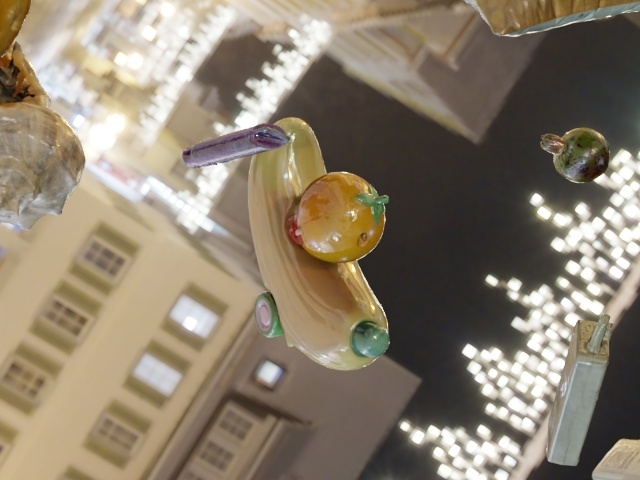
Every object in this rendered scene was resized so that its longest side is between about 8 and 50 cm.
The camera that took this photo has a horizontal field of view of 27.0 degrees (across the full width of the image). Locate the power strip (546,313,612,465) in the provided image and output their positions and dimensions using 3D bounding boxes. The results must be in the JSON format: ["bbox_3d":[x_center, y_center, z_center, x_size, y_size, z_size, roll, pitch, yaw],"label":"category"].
[{"bbox_3d":[0.387,0.211,1.986,0.093,0.053,0.288,-74,172,-50],"label":"power strip"}]

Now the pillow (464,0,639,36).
[{"bbox_3d":[0.230,-0.332,1.456,0.312,0.310,0.119,53,-38,34],"label":"pillow"}]

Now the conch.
[{"bbox_3d":[-0.363,-0.118,1.409,0.159,0.210,0.291,-45,-143,9],"label":"conch"}]

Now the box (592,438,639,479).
[{"bbox_3d":[0.423,0.300,1.490,0.071,0.168,0.259,-48,-178,-10],"label":"box"}]

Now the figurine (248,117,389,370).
[{"bbox_3d":[0.000,0.000,1.618,0.222,0.124,0.324,-34,-114,59],"label":"figurine"}]

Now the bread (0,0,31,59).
[{"bbox_3d":[-0.465,-0.316,1.530,0.312,0.172,0.312,-40,140,-44],"label":"bread"}]

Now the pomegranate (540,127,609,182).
[{"bbox_3d":[0.317,-0.108,1.643,0.073,0.084,0.073,-21,-123,36],"label":"pomegranate"}]

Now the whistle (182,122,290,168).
[{"bbox_3d":[-0.099,-0.106,1.507,0.176,0.033,0.033,-9,-132,51],"label":"whistle"}]

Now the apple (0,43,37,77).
[{"bbox_3d":[-0.464,-0.178,1.750,0.196,0.196,0.196,-52,-165,20],"label":"apple"}]
